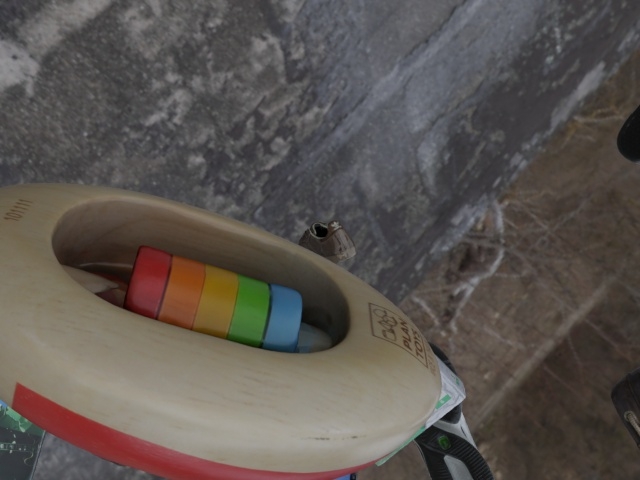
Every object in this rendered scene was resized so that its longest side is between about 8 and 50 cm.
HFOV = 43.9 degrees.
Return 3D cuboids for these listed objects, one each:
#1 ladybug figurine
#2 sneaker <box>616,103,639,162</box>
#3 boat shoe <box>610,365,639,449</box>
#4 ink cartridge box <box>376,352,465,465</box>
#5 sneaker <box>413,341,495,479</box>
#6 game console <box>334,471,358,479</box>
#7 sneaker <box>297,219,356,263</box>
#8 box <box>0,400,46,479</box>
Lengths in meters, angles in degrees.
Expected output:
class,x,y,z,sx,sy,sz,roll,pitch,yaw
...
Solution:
class,x,y,z,sx,sy,sz,roll,pitch,yaw
ladybug figurine,-0.108,0.093,0.693,0.305,0.449,0.162,-90,-158,-64
sneaker,0.568,-0.232,1.211,0.145,0.090,0.270,-2,130,-53
boat shoe,0.429,0.277,0.835,0.130,0.355,0.132,-30,172,34
ink cartridge box,0.079,0.208,1.203,0.181,0.225,0.056,-42,-167,15
sneaker,0.279,0.471,1.874,0.169,0.447,0.257,-18,145,-1
game console,-0.009,0.347,1.116,0.122,0.107,0.071,93,17,-50
sneaker,0.000,0.000,1.380,0.066,0.188,0.071,-25,99,-29
box,-0.533,0.280,1.195,0.232,0.058,0.322,17,107,-10
